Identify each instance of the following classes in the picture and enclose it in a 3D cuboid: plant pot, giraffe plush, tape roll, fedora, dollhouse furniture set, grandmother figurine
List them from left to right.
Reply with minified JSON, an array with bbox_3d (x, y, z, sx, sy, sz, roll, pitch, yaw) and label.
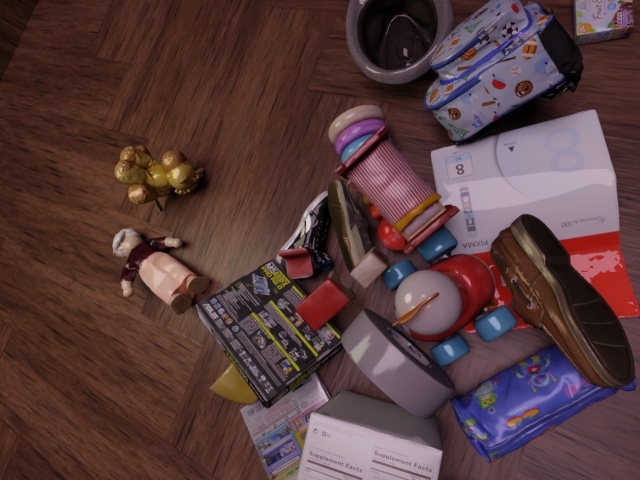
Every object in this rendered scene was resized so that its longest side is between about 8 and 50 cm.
[{"bbox_3d":[-0.473,0.071,1.144,0.342,0.104,0.208,33,64,29],"label":"grandmother figurine"},{"bbox_3d":[-0.429,-0.182,1.141,0.170,0.210,0.181,-14,47,14],"label":"giraffe plush"},{"bbox_3d":[-0.173,0.321,0.943,0.095,0.134,0.134,44,96,2],"label":"plant pot"},{"bbox_3d":[0.055,-0.007,0.793,0.374,0.152,0.201,-44,86,12],"label":"dollhouse furniture set"},{"bbox_3d":[0.143,0.226,0.771,0.219,0.219,0.072,40,95,26],"label":"tape roll"},{"bbox_3d":[0.193,-0.492,0.982,0.243,0.124,0.275,-22,78,19],"label":"fedora"}]

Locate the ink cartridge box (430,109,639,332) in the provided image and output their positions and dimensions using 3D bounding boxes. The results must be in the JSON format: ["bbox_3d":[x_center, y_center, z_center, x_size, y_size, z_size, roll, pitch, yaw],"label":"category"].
[{"bbox_3d":[0.402,-0.030,0.799,0.308,0.091,0.385,-11,72,20],"label":"ink cartridge box"}]

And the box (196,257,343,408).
[{"bbox_3d":[-0.112,0.193,0.911,0.216,0.060,0.270,-32,63,-28],"label":"box"}]

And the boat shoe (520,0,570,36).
[{"bbox_3d":[0.479,-0.482,0.893,0.060,0.064,0.178,-40,63,11],"label":"boat shoe"}]

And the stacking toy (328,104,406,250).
[{"bbox_3d":[0.136,-0.133,0.924,0.141,0.141,0.330,-25,75,15],"label":"stacking toy"}]

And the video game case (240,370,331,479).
[{"bbox_3d":[-0.059,0.416,0.918,0.212,0.023,0.193,-36,66,10],"label":"video game case"}]

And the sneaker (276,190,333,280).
[{"bbox_3d":[0.000,0.000,0.973,0.121,0.079,0.217,38,102,23],"label":"sneaker"}]

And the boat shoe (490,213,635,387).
[{"bbox_3d":[0.390,0.103,0.686,0.104,0.110,0.307,124,146,-44],"label":"boat shoe"}]

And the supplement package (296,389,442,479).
[{"bbox_3d":[0.094,0.375,0.717,0.204,0.262,0.145,10,81,15],"label":"supplement package"}]

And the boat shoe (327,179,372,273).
[{"bbox_3d":[0.074,-0.032,0.921,0.073,0.080,0.224,-16,96,-18],"label":"boat shoe"}]

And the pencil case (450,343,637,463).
[{"bbox_3d":[0.382,0.267,0.710,0.306,0.133,0.119,-35,91,12],"label":"pencil case"}]

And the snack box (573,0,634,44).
[{"bbox_3d":[0.593,-0.492,0.862,0.100,0.037,0.141,0,77,24],"label":"snack box"}]

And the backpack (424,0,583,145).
[{"bbox_3d":[0.329,-0.329,0.800,0.213,0.276,0.263,42,128,-8],"label":"backpack"}]

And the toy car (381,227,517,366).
[{"bbox_3d":[0.191,0.118,0.743,0.210,0.238,0.219,-45,66,33],"label":"toy car"}]
